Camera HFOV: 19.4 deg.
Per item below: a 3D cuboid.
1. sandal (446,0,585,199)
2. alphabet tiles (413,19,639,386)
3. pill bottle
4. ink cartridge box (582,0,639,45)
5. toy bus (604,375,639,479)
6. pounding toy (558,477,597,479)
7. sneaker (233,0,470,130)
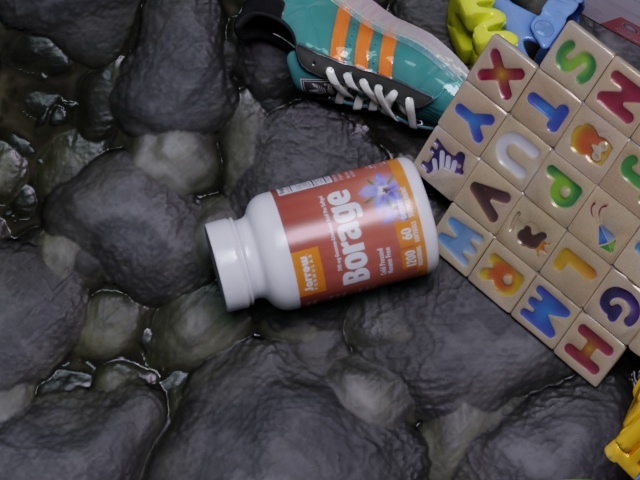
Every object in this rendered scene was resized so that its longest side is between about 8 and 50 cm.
[{"bbox_3d":[0.249,-0.146,1.917,0.138,0.126,0.317,-18,69,-11],"label":"sandal"},{"bbox_3d":[0.255,-0.032,1.813,0.342,0.285,0.011,41,30,16],"label":"alphabet tiles"},{"bbox_3d":[0.000,0.000,1.853,0.216,0.121,0.121,-15,67,-6],"label":"pill bottle"},{"bbox_3d":[0.319,-0.295,1.935,0.115,0.198,0.067,32,71,13],"label":"ink cartridge box"},{"bbox_3d":[0.371,0.207,1.691,0.220,0.149,0.211,42,41,2],"label":"toy bus"},{"bbox_3d":[0.229,0.319,1.738,0.237,0.110,0.183,-33,80,18],"label":"pounding toy"},{"bbox_3d":[0.040,-0.177,1.944,0.302,0.108,0.121,37,73,23],"label":"sneaker"}]
